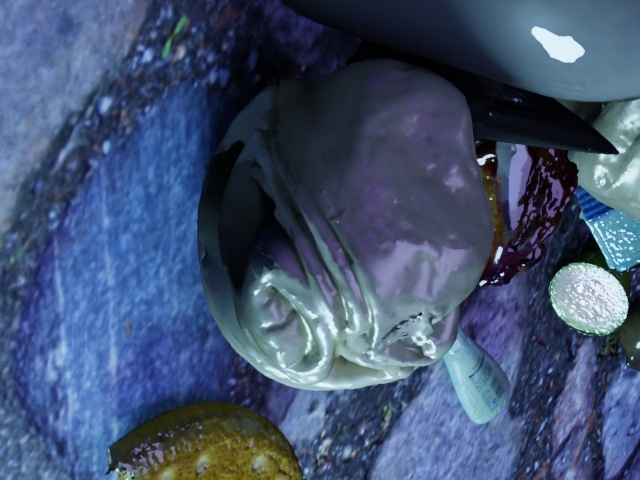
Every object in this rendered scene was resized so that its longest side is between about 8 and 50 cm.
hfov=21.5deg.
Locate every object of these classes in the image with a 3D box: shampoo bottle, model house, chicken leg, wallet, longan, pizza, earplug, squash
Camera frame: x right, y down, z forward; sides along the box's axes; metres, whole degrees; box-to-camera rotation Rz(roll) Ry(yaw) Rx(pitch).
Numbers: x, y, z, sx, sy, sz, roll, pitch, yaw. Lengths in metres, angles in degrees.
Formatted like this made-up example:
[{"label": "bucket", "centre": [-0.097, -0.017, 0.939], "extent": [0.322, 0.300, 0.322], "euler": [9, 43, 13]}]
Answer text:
[{"label": "shampoo bottle", "centre": [0.171, 0.145, 1.952], "extent": [0.069, 0.041, 0.190], "euler": [-51, 143, -12]}, {"label": "model house", "centre": [0.358, -0.058, 2.011], "extent": [0.148, 0.119, 0.148], "euler": [50, 29, -15]}, {"label": "chicken leg", "centre": [0.225, -0.143, 1.752], "extent": [0.096, 0.158, 0.407], "euler": [-121, -126, -79]}, {"label": "wallet", "centre": [0.158, -0.131, 1.574], "extent": [0.245, 0.168, 0.052], "euler": [5, 114, -42]}, {"label": "longan", "centre": [0.448, 0.134, 2.269], "extent": [0.113, 0.092, 0.113], "euler": [-28, 130, -40]}, {"label": "pizza", "centre": [-0.121, 0.245, 1.609], "extent": [0.292, 0.058, 0.197], "euler": [13, 100, -53]}, {"label": "earplug", "centre": [0.179, -0.284, 1.402], "extent": [0.313, 0.394, 0.312], "euler": [-29, 130, -40]}, {"label": "squash", "centre": [0.353, 0.042, 2.111], "extent": [0.132, 0.105, 0.105], "euler": [-50, 146, -50]}]

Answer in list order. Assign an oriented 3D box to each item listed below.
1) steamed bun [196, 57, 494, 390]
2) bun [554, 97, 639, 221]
[{"label": "steamed bun", "centre": [0.000, 0.000, 1.449], "extent": [0.206, 0.275, 0.320], "euler": [-16, 127, -30]}, {"label": "bun", "centre": [0.430, -0.183, 1.855], "extent": [0.234, 0.362, 0.326], "euler": [57, 20, -50]}]
